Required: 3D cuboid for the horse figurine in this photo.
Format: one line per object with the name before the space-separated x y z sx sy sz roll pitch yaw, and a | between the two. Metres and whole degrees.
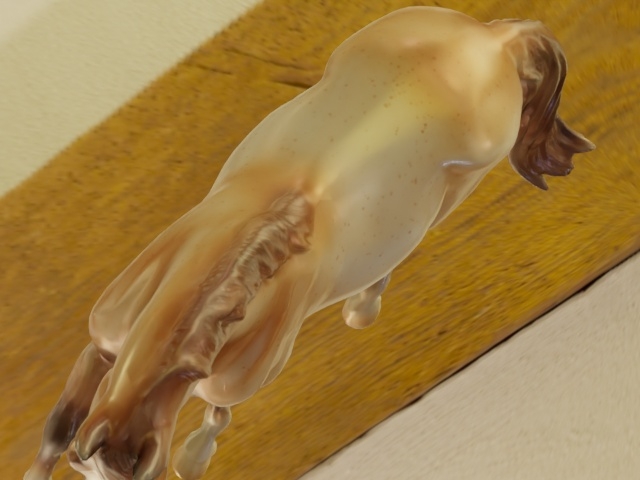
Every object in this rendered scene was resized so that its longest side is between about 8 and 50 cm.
horse figurine | 0.000 0.000 0.499 0.066 0.174 0.263 44 -121 10
